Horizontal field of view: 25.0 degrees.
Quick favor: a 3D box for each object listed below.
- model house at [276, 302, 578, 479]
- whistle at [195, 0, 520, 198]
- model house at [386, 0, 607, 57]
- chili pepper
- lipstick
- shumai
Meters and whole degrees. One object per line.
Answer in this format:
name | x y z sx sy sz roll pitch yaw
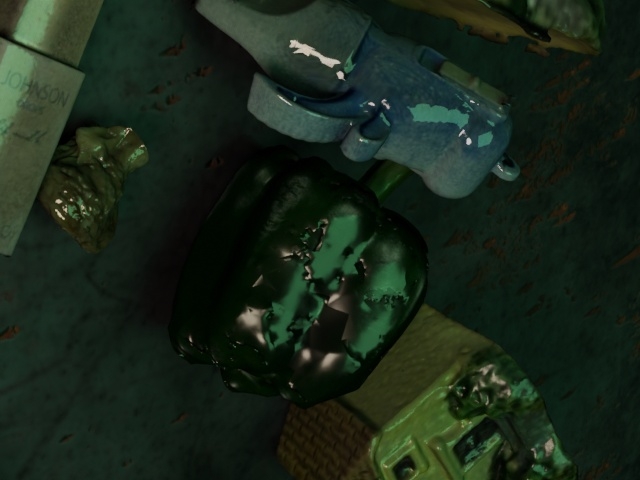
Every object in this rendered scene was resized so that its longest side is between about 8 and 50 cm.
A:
model house | 0.086 0.194 1.242 0.189 0.195 0.214 -36 125 -14
whistle | 0.030 -0.116 1.050 0.093 0.269 0.180 -59 -178 35
model house | 0.084 -0.292 0.986 0.321 0.261 0.266 13 96 -49
chili pepper | 0.000 0.000 1.102 0.165 0.174 0.261 35 77 -19
lipstick | -0.196 -0.122 0.937 0.079 0.077 0.253 19 95 -43
shumai | -0.155 -0.043 1.001 0.080 0.082 0.083 -37 101 0
